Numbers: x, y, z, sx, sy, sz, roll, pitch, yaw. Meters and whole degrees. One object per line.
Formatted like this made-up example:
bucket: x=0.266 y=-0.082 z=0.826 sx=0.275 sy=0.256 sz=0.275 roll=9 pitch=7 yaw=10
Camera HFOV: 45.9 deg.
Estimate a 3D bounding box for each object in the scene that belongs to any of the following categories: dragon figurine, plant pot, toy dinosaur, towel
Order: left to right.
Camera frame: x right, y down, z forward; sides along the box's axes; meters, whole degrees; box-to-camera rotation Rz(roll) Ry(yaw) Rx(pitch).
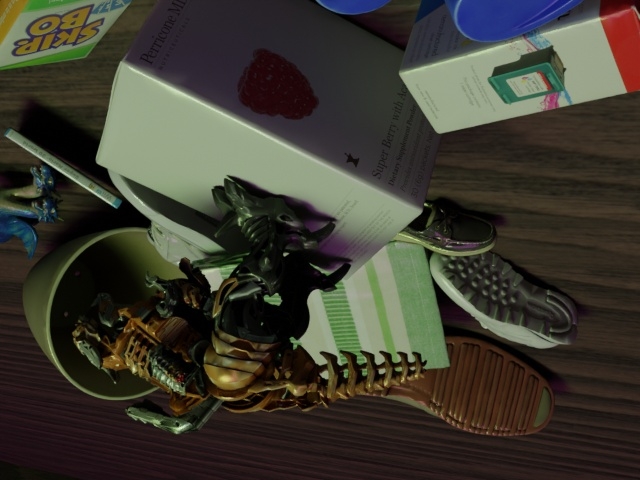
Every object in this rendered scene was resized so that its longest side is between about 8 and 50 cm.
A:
dragon figurine: x=-0.475 y=-0.027 z=1.181 sx=0.144 sy=0.085 sz=0.289 roll=12 pitch=149 yaw=-16
plant pot: x=-0.368 y=0.098 z=1.215 sx=0.274 sy=0.257 sz=0.256 roll=6 pitch=149 yaw=48
toy dinosaur: x=-0.069 y=0.088 z=0.716 sx=0.321 sy=0.218 sz=0.164 roll=19 pitch=151 yaw=0
towel: x=0.003 y=0.101 z=1.062 sx=0.324 sy=0.038 sz=0.248 roll=-9 pitch=122 yaw=11

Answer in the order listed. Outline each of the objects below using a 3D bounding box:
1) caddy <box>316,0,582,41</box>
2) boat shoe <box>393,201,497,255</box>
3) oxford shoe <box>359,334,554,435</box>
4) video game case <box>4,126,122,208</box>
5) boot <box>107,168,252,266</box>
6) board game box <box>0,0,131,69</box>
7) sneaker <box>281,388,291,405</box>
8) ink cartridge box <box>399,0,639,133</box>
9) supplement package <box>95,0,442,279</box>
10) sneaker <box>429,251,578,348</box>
caddy: x=0.103 y=-0.283 z=0.450 sx=0.241 sy=0.179 sz=0.341 roll=5 pitch=152 yaw=-22
boat shoe: x=0.140 y=-0.019 z=0.930 sx=0.152 sy=0.056 sz=0.049 roll=7 pitch=151 yaw=17
oxford shoe: x=0.178 y=0.209 z=1.220 sx=0.396 sy=0.141 sz=0.146 roll=19 pitch=175 yaw=-4
video game case: x=-0.346 y=-0.097 z=1.030 sx=0.166 sy=0.015 sz=0.119 roll=35 pitch=174 yaw=-16
boot: x=-0.213 y=-0.026 z=1.056 sx=0.123 sy=0.095 sz=0.258 roll=-23 pitch=131 yaw=37
board game box: x=-0.248 y=-0.236 z=0.743 sx=0.259 sy=0.124 sz=0.039 roll=-23 pitch=91 yaw=47
sneaker: x=-0.048 y=0.223 z=1.323 sx=0.079 sy=0.121 sz=0.217 roll=23 pitch=147 yaw=-9
ink cartridge box: x=0.191 y=-0.177 z=0.597 sx=0.231 sy=0.134 sz=0.078 roll=-9 pitch=138 yaw=35
supplement package: x=-0.045 y=-0.120 z=0.758 sx=0.292 sy=0.178 sz=0.175 roll=25 pitch=149 yaw=-11
sneaker: x=0.232 y=0.084 z=1.018 sx=0.235 sy=0.090 sz=0.095 roll=31 pitch=155 yaw=-17
